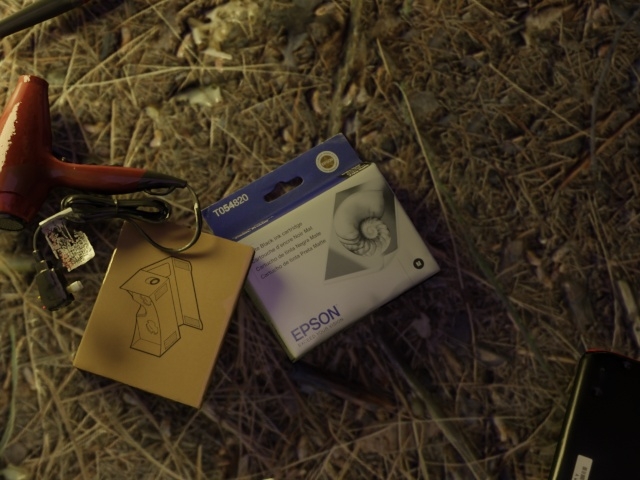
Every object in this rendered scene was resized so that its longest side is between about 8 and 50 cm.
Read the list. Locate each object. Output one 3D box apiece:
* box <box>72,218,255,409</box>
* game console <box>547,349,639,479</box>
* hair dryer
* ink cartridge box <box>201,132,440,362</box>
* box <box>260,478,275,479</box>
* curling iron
[{"bbox_3d":[-0.186,0.080,1.473,0.164,0.021,0.201,17,78,8],"label":"box"},{"bbox_3d":[0.414,0.345,1.405,0.341,0.060,0.387,18,66,5],"label":"game console"},{"bbox_3d":[-0.298,-0.070,1.489,0.223,0.080,0.294,-30,79,-20],"label":"hair dryer"},{"bbox_3d":[0.000,0.000,1.537,0.223,0.045,0.224,-31,82,-15],"label":"ink cartridge box"},{"bbox_3d":[-0.093,0.459,1.316,0.215,0.168,0.345,-21,82,-24],"label":"box"},{"bbox_3d":[-0.315,-0.322,1.574,0.274,0.035,0.068,-38,80,-17],"label":"curling iron"}]
